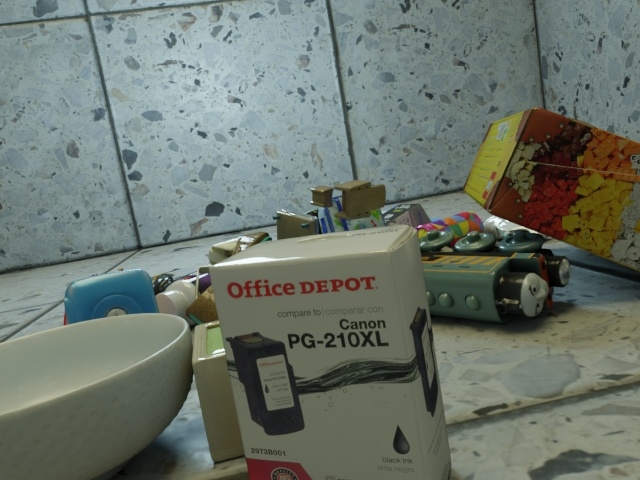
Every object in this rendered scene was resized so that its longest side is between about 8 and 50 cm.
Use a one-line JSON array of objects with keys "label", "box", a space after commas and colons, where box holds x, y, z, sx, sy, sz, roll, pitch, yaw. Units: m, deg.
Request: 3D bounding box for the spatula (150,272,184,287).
[{"label": "spatula", "box": [-0.434, 0.126, 1.506, 0.168, 0.019, 0.242, 7, -18, -42]}]

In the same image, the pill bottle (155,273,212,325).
[{"label": "pill bottle", "box": [-0.283, 0.132, 1.185, 0.108, 0.108, 0.193, -4, 9, 33]}]

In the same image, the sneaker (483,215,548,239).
[{"label": "sneaker", "box": [0.546, -0.028, 1.489, 0.094, 0.080, 0.212, -29, 19, -33]}]

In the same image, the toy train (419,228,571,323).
[{"label": "toy train", "box": [0.261, 0.070, 0.934, 0.334, 0.142, 0.190, 1, 25, 46]}]

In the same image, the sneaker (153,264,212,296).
[{"label": "sneaker", "box": [-0.336, 0.119, 1.369, 0.153, 0.101, 0.269, -4, 9, 36]}]

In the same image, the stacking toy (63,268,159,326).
[{"label": "stacking toy", "box": [-0.454, 0.169, 1.073, 0.166, 0.175, 0.302, -12, -4, -34]}]

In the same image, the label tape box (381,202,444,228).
[{"label": "label tape box", "box": [0.211, -0.052, 1.704, 0.241, 0.105, 0.334, 0, 23, 47]}]

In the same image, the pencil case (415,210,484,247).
[{"label": "pencil case", "box": [0.377, -0.017, 1.520, 0.236, 0.104, 0.104, -12, 8, -33]}]

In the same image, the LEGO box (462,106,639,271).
[{"label": "LEGO box", "box": [0.522, -0.104, 1.063, 0.373, 0.193, 0.500, 22, 13, 7]}]

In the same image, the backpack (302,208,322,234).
[{"label": "backpack", "box": [0.000, 0.000, 1.498, 0.166, 0.188, 0.144, -12, 8, -12]}]

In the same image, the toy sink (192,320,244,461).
[{"label": "toy sink", "box": [-0.033, 0.154, 0.652, 0.234, 0.131, 0.153, -10, 8, -10]}]

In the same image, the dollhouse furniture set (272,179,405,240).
[{"label": "dollhouse furniture set", "box": [0.028, -0.022, 1.269, 0.303, 0.286, 0.198, 14, 22, 43]}]

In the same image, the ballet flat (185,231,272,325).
[{"label": "ballet flat", "box": [-0.207, 0.073, 1.155, 0.124, 0.116, 0.342, 16, 37, 1]}]

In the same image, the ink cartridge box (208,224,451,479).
[{"label": "ink cartridge box", "box": [0.013, 0.117, 0.471, 0.172, 0.237, 0.100, -7, 8, 23]}]

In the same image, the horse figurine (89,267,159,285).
[{"label": "horse figurine", "box": [-0.545, 0.152, 1.374, 0.263, 0.066, 0.174, 1, 50, 37]}]

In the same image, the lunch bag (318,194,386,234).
[{"label": "lunch bag", "box": [0.094, -0.020, 1.412, 0.176, 0.219, 0.090, -11, -11, -23]}]

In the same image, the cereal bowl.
[{"label": "cereal bowl", "box": [-0.312, 0.202, 0.607, 0.339, 0.141, 0.339, -9, 8, 1]}]
